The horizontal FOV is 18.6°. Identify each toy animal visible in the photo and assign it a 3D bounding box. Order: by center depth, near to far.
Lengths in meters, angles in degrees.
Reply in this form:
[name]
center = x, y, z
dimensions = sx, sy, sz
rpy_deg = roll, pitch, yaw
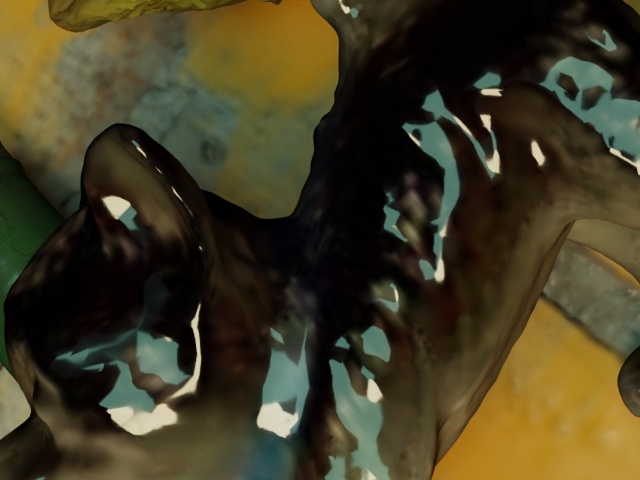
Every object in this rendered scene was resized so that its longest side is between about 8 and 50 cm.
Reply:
[toy animal]
center = 0.000, 0.000, 0.793
dimensions = 0.344, 0.194, 0.302
rpy_deg = -34, 91, -2

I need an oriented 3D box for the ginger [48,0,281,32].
[ginger]
center = -0.057, -0.235, 0.891
dimensions = 0.219, 0.123, 0.270
rpy_deg = -13, 86, 17

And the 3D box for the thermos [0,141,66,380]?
[thermos]
center = -0.120, 0.036, 0.919
dimensions = 0.187, 0.083, 0.073
rpy_deg = 48, 141, 13
